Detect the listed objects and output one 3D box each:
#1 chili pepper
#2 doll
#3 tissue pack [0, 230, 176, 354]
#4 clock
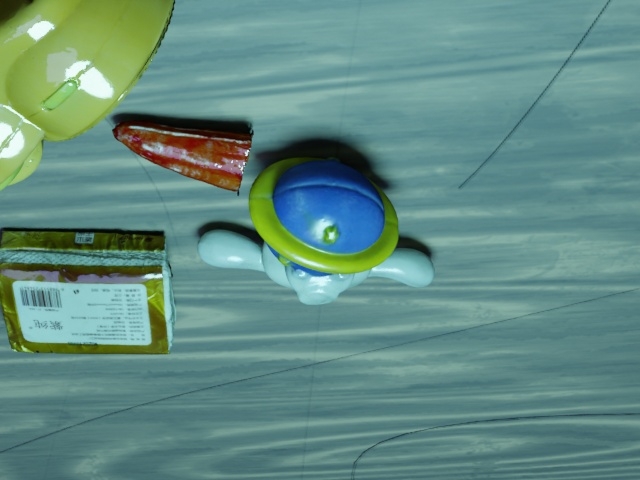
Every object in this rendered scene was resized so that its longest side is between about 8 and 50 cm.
[{"bbox_3d":[-0.170,-0.113,1.560,0.169,0.065,0.088,13,134,-10],"label":"chili pepper"},{"bbox_3d":[0.027,0.013,1.627,0.311,0.159,0.242,12,134,-20],"label":"doll"},{"bbox_3d":[-0.311,0.076,1.734,0.226,0.092,0.183,0,137,-3],"label":"tissue pack"},{"bbox_3d":[-0.302,-0.205,1.319,0.317,0.244,0.200,-31,135,25],"label":"clock"}]
